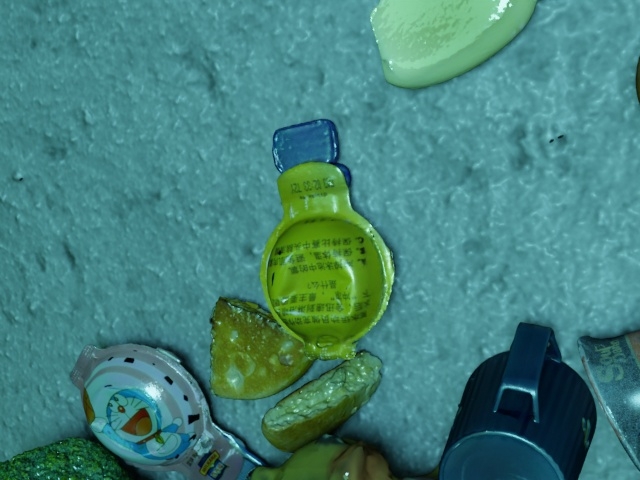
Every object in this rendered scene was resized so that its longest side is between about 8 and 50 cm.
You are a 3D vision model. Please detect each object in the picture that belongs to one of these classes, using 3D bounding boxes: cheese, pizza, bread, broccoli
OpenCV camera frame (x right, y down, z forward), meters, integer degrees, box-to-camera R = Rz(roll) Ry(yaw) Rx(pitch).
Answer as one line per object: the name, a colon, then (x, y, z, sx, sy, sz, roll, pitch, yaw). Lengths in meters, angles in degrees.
cheese: (0.162, -0.224, 0.626, 0.255, 0.050, 0.127, -14, 96, 26)
pizza: (-0.077, 0.119, 0.829, 0.131, 0.041, 0.178, 46, 117, 5)
bread: (-0.012, 0.185, 0.764, 0.054, 0.136, 0.154, 49, 115, 26)
cheese: (-0.188, 0.231, 0.893, 0.286, 0.074, 0.189, 37, 117, 4)
cheese: (0.000, 0.000, 0.751, 0.157, 0.064, 0.250, -6, 91, 25)
broccoli: (-0.317, 0.368, 0.895, 0.261, 0.269, 0.241, 22, 88, -6)

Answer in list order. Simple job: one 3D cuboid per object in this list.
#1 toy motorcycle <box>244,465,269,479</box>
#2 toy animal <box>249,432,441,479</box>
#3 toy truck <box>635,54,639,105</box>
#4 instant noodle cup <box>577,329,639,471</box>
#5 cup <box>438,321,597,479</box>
toy motorcycle: (-0.025, 0.404, 0.841, 0.187, 0.125, 0.274, 19, 113, 29)
toy animal: (0.063, 0.285, 0.712, 0.281, 0.195, 0.169, 27, 126, -2)
toy truck: (0.333, -0.141, 0.457, 0.239, 0.265, 0.189, -28, 89, 17)
instant noodle cup: (0.311, 0.118, 0.615, 0.136, 0.127, 0.127, -28, 90, 19)
cup: (0.181, 0.169, 0.659, 0.131, 0.155, 0.176, 8, 108, 22)
